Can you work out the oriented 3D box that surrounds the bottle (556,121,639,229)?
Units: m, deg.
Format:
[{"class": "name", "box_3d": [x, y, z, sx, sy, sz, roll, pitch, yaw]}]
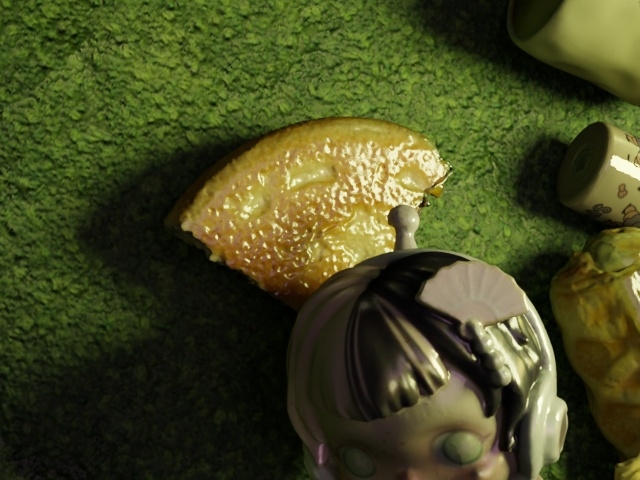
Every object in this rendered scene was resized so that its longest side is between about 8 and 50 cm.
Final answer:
[{"class": "bottle", "box_3d": [0.355, -0.036, 1.422, 0.209, 0.097, 0.110, 24, 98, -17]}]

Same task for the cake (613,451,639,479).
[{"class": "cake", "box_3d": [0.392, 0.371, 1.272, 0.227, 0.222, 0.286, -2, 116, -3]}]

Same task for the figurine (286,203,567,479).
[{"class": "figurine", "box_3d": [0.099, 0.170, 1.200, 0.253, 0.211, 0.361, -20, 115, 10]}]

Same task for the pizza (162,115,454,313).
[{"class": "pizza", "box_3d": [0.000, 0.000, 1.287, 0.289, 0.081, 0.229, -21, 99, -23]}]

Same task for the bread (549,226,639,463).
[{"class": "bread", "box_3d": [0.331, 0.116, 1.377, 0.152, 0.130, 0.268, -27, 93, -12]}]

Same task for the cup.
[{"class": "cup", "box_3d": [0.314, -0.259, 1.424, 0.202, 0.255, 0.173, 20, 119, -16]}]
